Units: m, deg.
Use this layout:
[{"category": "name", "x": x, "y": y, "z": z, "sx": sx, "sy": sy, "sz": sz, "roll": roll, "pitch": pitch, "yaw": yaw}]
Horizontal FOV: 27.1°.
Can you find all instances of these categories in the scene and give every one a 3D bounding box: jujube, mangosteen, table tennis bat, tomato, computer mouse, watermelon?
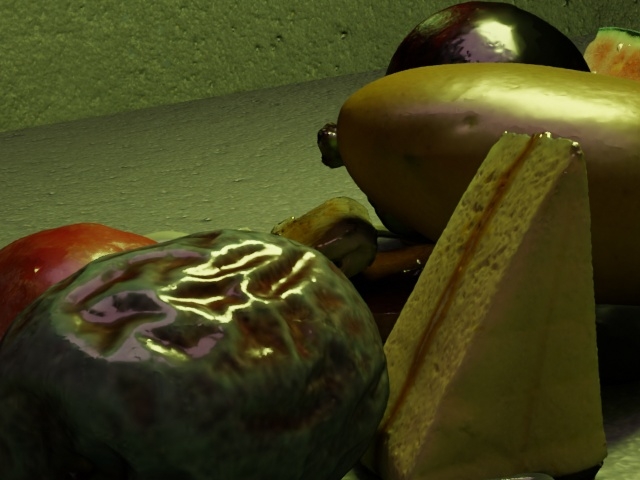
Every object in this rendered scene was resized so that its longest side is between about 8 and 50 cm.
[{"category": "jujube", "x": -0.090, "y": 0.104, "z": 0.986, "sx": 0.247, "sy": 0.215, "sz": 0.308, "roll": 6, "pitch": 18, "yaw": 29}, {"category": "mangosteen", "x": 0.195, "y": -0.139, "z": 1.650, "sx": 0.330, "sy": 0.330, "sz": 0.330, "roll": -5, "pitch": 14, "yaw": 1}, {"category": "table tennis bat", "x": 0.134, "y": -0.008, "z": 1.768, "sx": 0.156, "sy": 0.013, "sz": 0.087, "roll": 7, "pitch": 20, "yaw": 40}, {"category": "tomato", "x": -0.206, "y": 0.079, "z": 1.190, "sx": 0.232, "sy": 0.188, "sz": 0.232, "roll": -3, "pitch": 16, "yaw": 1}, {"category": "computer mouse", "x": 0.255, "y": 0.091, "z": 1.173, "sx": 0.122, "sy": 0.073, "sz": 0.217, "roll": -1, "pitch": -2, "yaw": 41}, {"category": "watermelon", "x": 0.517, "y": -0.231, "z": 2.106, "sx": 0.319, "sy": 0.222, "sz": 0.292, "roll": -16, "pitch": 13, "yaw": -38}]

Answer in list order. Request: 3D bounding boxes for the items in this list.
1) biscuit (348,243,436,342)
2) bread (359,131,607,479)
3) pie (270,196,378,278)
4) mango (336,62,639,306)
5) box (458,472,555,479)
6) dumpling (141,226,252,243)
[{"category": "biscuit", "x": 0.083, "y": 0.060, "z": 1.441, "sx": 0.257, "sy": 0.049, "sz": 0.273, "roll": -6, "pitch": 12, "yaw": 9}, {"category": "bread", "x": 0.108, "y": 0.054, "z": 1.026, "sx": 0.163, "sy": 0.264, "sz": 0.168, "roll": -8, "pitch": 8, "yaw": -15}, {"category": "pie", "x": 0.000, "y": 0.000, "z": 1.493, "sx": 0.129, "sy": 0.068, "sz": 0.282, "roll": -20, "pitch": 13, "yaw": 0}, {"category": "mango", "x": 0.233, "y": -0.064, "z": 1.362, "sx": 0.446, "sy": 0.232, "sz": 0.300, "roll": 15, "pitch": 24, "yaw": 11}, {"category": "box", "x": 0.116, "y": 0.201, "z": 0.840, "sx": 0.089, "sy": 0.062, "sz": 0.122, "roll": -5, "pitch": 15, "yaw": 1}, {"category": "dumpling", "x": -0.161, "y": 0.062, "z": 1.402, "sx": 0.229, "sy": 0.124, "sz": 0.151, "roll": -25, "pitch": -24, "yaw": 4}]
